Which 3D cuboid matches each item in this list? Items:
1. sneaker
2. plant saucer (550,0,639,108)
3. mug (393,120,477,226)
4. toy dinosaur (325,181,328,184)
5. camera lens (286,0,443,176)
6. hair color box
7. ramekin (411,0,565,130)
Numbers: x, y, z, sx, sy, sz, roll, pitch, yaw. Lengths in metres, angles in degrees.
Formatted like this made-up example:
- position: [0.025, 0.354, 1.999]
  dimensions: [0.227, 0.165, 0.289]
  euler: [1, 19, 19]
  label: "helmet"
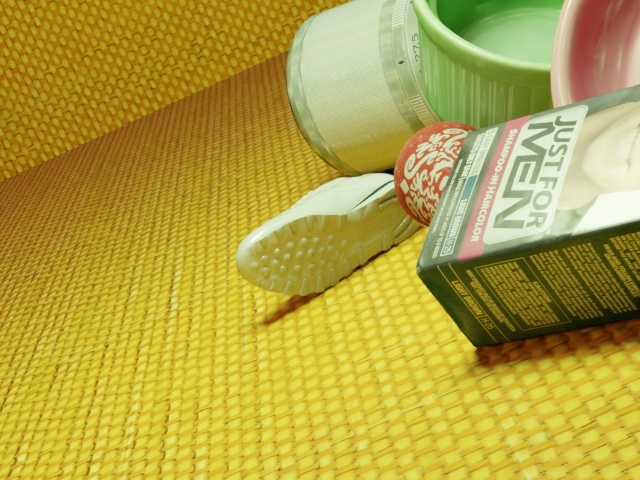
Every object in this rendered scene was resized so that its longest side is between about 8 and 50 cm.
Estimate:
- position: [-0.002, -0.011, 1.680]
  dimensions: [0.235, 0.090, 0.095]
  euler: [-21, 31, -34]
  label: "sneaker"
- position: [0.359, -0.168, 1.359]
  dimensions: [0.332, 0.332, 0.084]
  euler: [-14, -23, 38]
  label: "plant saucer"
- position: [0.163, -0.057, 1.568]
  dimensions: [0.150, 0.113, 0.169]
  euler: [-28, 17, -3]
  label: "mug"
- position: [0.000, 0.000, 1.776]
  dimensions: [0.112, 0.064, 0.211]
  euler: [-52, 11, 3]
  label: "toy dinosaur"
- position: [0.112, -0.209, 1.973]
  dimensions: [0.274, 0.219, 0.219]
  euler: [-14, 17, 36]
  label: "camera lens"
- position: [0.259, -0.036, 1.231]
  dimensions: [0.347, 0.105, 0.174]
  euler: [-14, 39, 37]
  label: "hair color box"
- position: [0.245, -0.222, 1.696]
  dimensions: [0.303, 0.148, 0.303]
  euler: [-1, 45, 1]
  label: "ramekin"
